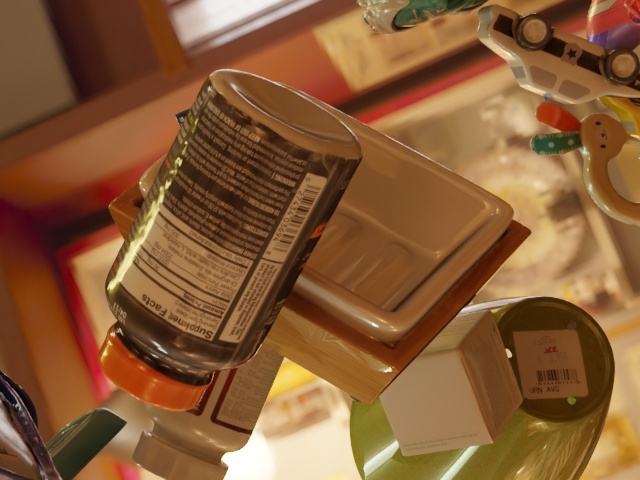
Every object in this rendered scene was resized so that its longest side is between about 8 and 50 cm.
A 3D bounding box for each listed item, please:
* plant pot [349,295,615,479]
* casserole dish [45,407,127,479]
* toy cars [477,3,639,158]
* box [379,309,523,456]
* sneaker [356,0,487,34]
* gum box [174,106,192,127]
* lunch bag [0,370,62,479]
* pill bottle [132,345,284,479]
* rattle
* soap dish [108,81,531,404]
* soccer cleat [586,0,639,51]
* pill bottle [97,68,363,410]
[{"bbox_3d":[0.202,0.173,1.827,0.293,0.275,0.274,124,128,-64],"label":"plant pot"},{"bbox_3d":[-0.284,0.239,1.797,0.037,0.114,0.188,51,-133,-7],"label":"casserole dish"},{"bbox_3d":[0.306,-0.146,1.756,0.394,0.087,0.176,17,-175,-46],"label":"toy cars"},{"bbox_3d":[0.117,0.133,1.567,0.087,0.101,0.102,-41,-67,-55],"label":"box"},{"bbox_3d":[0.147,-0.274,1.694,0.275,0.110,0.107,-38,-69,-46],"label":"sneaker"},{"bbox_3d":[-0.113,-0.118,2.382,0.157,0.041,0.184,-31,-82,-56],"label":"gum box"},{"bbox_3d":[-0.401,0.251,1.473,0.239,0.328,0.385,28,-177,-27],"label":"lunch bag"},{"bbox_3d":[-0.114,0.152,1.805,0.121,0.221,0.121,23,178,1],"label":"pill bottle"},{"bbox_3d":[0.356,-0.107,1.972,0.200,0.130,0.143,41,175,-8],"label":"rattle"},{"bbox_3d":[0.000,0.000,1.447,0.229,0.291,0.118,-42,-28,-43],"label":"soap dish"},{"bbox_3d":[0.370,-0.290,1.779,0.083,0.248,0.095,29,-162,-24],"label":"soccer cleat"},{"bbox_3d":[-0.078,0.006,1.261,0.130,0.245,0.130,26,-163,-9],"label":"pill bottle"}]
